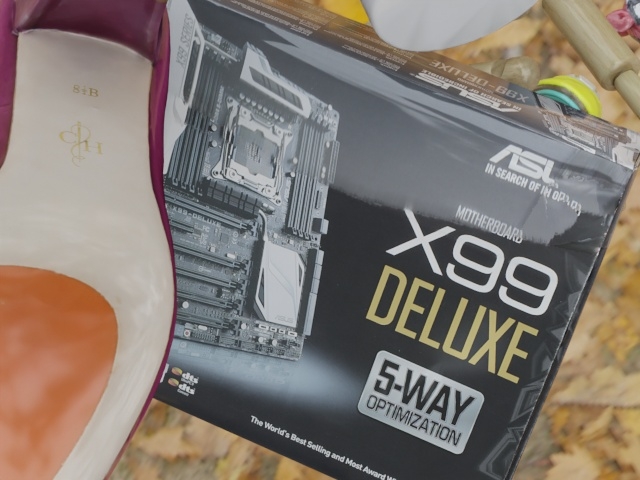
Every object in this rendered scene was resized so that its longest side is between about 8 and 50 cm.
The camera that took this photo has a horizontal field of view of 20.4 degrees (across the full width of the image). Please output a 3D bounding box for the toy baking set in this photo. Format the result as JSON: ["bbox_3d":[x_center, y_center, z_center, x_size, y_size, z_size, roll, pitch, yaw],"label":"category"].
[{"bbox_3d":[0.115,-0.098,1.211,0.030,0.197,0.256,22,35,-50],"label":"toy baking set"}]

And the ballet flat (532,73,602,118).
[{"bbox_3d":[0.236,-0.121,1.750,0.077,0.231,0.077,41,72,9],"label":"ballet flat"}]

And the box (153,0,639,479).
[{"bbox_3d":[0.000,0.000,1.020,0.307,0.242,0.076,23,23,9],"label":"box"}]

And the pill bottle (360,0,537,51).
[{"bbox_3d":[0.031,-0.224,0.909,0.136,0.136,0.245,-13,64,-19],"label":"pill bottle"}]

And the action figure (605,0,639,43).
[{"bbox_3d":[0.445,-0.193,1.671,0.370,0.275,0.248,0,34,24],"label":"action figure"}]

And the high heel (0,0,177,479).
[{"bbox_3d":[-0.134,0.013,0.831,0.127,0.181,0.377,20,60,-9],"label":"high heel"}]
